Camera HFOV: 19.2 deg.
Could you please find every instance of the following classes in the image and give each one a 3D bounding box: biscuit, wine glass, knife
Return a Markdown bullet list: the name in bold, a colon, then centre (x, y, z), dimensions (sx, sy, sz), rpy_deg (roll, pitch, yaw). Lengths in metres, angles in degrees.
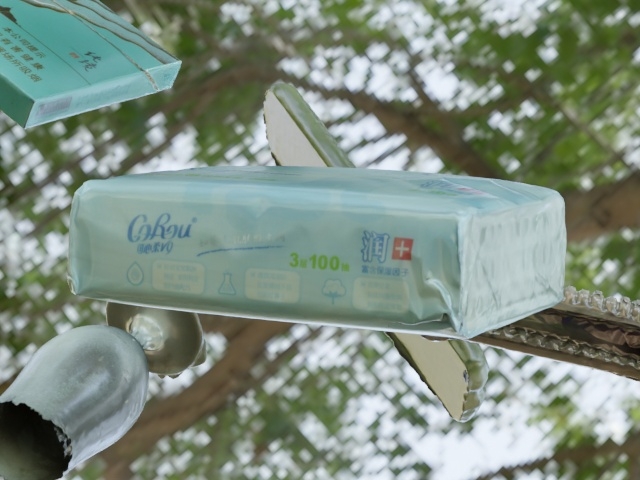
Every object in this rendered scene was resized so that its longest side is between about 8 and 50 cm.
- **biscuit**: centre (0.041, 0.004, 1.498), dimensions (0.322, 0.038, 0.099), rpy_deg (56, -21, 31)
- **wine glass**: centre (-0.186, 0.117, 1.542), dimensions (0.103, 0.222, 0.103), rpy_deg (12, -61, 23)
- **knife**: centre (0.187, 0.073, 1.312), dimensions (0.365, 0.043, 0.089), rpy_deg (15, -73, -2)

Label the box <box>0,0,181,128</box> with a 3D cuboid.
- **box**: centre (-0.269, -0.189, 1.885), dimensions (0.162, 0.229, 0.041), rpy_deg (38, -58, 21)

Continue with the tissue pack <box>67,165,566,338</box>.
- **tissue pack**: centre (0.000, 0.000, 1.167), dimensions (0.263, 0.177, 0.089), rpy_deg (6, -83, 26)
